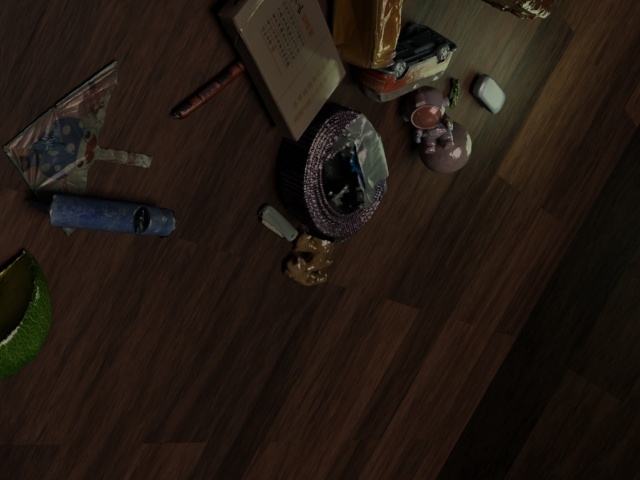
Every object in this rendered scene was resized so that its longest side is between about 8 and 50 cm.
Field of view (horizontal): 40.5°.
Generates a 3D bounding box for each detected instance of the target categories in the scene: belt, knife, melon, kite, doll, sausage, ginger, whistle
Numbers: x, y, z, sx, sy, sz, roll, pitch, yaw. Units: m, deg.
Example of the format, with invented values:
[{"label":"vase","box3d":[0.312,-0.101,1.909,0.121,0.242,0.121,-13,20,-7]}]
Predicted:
[{"label":"belt","box3d":[0.031,-0.160,1.978,0.260,0.122,0.325,-36,131,-26]},{"label":"knife","box3d":[-0.099,-0.037,2.011,0.044,0.023,0.162,-56,148,-7]},{"label":"melon","box3d":[-0.540,0.173,1.498,0.265,0.129,0.169,-47,149,-18]},{"label":"kite","box3d":[-0.407,-0.155,1.506,0.314,0.011,0.336,-2,119,-53]},{"label":"doll","box3d":[0.296,-0.292,2.239,0.151,0.151,0.287,-51,141,-11]},{"label":"sausage","box3d":[-0.207,-0.289,1.652,0.198,0.025,0.028,-44,103,-22]},{"label":"ginger","box3d":[-0.011,0.003,2.132,0.149,0.065,0.259,-9,125,-47]},{"label":"whistle","box3d":[-0.385,-0.044,1.567,0.304,0.062,0.062,7,111,-57]}]

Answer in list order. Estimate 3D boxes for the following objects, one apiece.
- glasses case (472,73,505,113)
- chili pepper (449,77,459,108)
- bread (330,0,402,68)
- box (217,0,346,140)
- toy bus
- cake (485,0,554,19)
[{"label":"glasses case","box3d":[0.478,-0.413,2.456,0.067,0.045,0.178,-60,149,3]},{"label":"chili pepper","box3d":[0.360,-0.394,2.330,0.034,0.030,0.091,-8,125,-20]},{"label":"bread","box3d":[0.099,-0.483,1.798,0.107,0.136,0.241,-36,143,-34]},{"label":"box","box3d":[-0.065,-0.385,1.720,0.205,0.051,0.365,-55,149,-17]},{"label":"toy bus","box3d":[0.188,-0.406,2.009,0.265,0.121,0.120,-30,148,-37]},{"label":"cake","box3d":[0.389,-0.660,1.908,0.255,0.290,0.282,-3,116,-54]}]
